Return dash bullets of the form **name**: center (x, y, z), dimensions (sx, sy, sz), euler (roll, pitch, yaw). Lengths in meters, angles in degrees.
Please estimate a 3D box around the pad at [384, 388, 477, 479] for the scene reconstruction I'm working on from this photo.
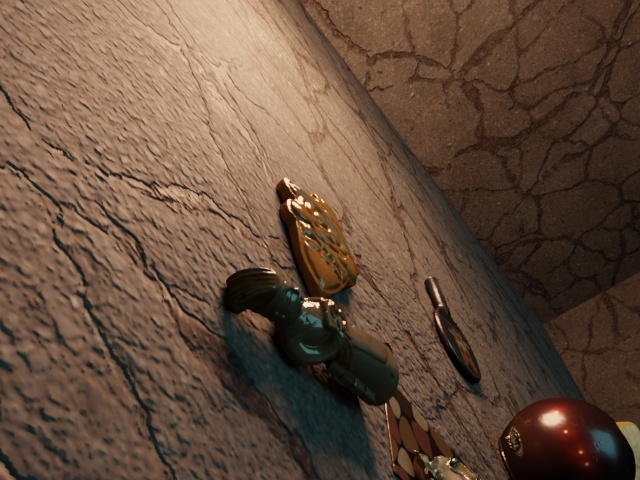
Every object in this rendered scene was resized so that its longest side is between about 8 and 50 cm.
- **pad**: center (0.142, 0.274, 0.732), dimensions (0.235, 0.003, 0.158), euler (50, 18, -21)

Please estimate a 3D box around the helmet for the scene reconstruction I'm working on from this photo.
- **helmet**: center (0.401, 0.356, 1.032), dimensions (0.216, 0.193, 0.189), euler (9, 28, -7)

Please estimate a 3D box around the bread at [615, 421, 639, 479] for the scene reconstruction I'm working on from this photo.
- **bread**: center (0.573, 0.560, 1.302), dimensions (0.405, 0.242, 0.345), euler (-4, 59, -22)

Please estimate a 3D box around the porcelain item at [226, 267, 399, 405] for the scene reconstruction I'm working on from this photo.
- **porcelain item**: center (-0.002, 0.084, 0.590), dimensions (0.213, 0.054, 0.084), euler (41, 20, -40)

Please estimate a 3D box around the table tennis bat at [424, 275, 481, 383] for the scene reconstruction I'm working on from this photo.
- **table tennis bat**: center (0.246, 0.166, 1.205), dimensions (0.150, 0.027, 0.236), euler (41, 25, -43)

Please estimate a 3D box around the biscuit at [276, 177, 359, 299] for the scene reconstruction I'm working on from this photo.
- **biscuit**: center (0.000, 0.000, 0.805), dimensions (0.162, 0.035, 0.250), euler (45, 21, -21)

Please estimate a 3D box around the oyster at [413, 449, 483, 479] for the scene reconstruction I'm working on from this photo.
- **oyster**: center (0.140, 0.294, 0.625), dimensions (0.106, 0.061, 0.199), euler (27, 28, -17)
